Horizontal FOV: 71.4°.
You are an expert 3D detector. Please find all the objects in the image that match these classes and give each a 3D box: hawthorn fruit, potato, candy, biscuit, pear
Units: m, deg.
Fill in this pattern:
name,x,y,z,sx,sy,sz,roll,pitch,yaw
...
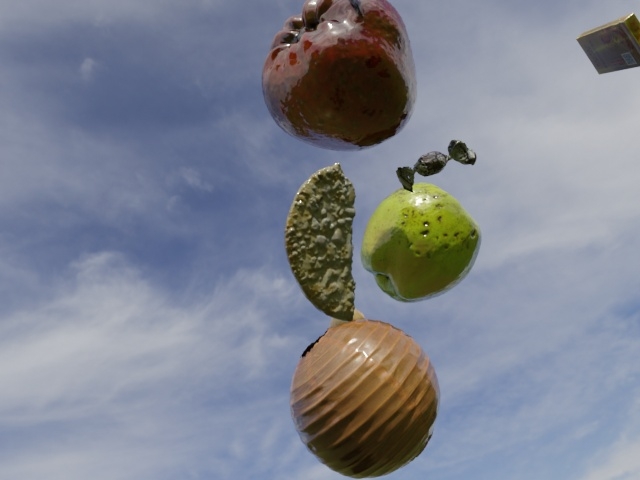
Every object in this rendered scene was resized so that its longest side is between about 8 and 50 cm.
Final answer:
name,x,y,z,sx,sy,sz,roll,pitch,yaw
hawthorn fruit,0.066,-0.401,1.127,0.402,0.403,0.403,-11,-48,-13
potato,0.097,0.291,1.577,0.112,0.112,0.147,16,-31,-32
candy,0.303,-0.198,1.164,0.226,0.051,0.094,-21,-87,-10
biscuit,-0.001,0.000,0.791,0.141,0.038,0.290,3,-95,-30
pear,0.314,0.022,1.439,0.390,0.391,0.391,-11,-48,-13

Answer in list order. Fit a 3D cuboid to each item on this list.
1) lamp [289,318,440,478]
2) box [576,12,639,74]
name,x,y,z,sx,sy,sz,roll,pitch,yaw
lamp,0.038,0.138,0.400,0.136,0.136,0.136,-11,-48,-13
box,0.509,-0.335,0.769,0.022,0.156,0.089,-40,-83,12
